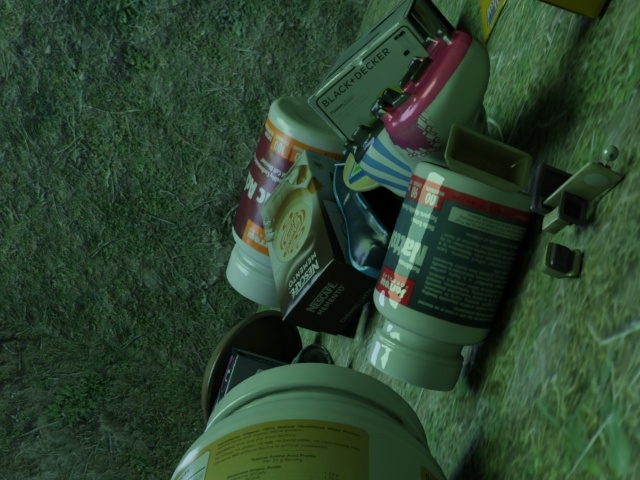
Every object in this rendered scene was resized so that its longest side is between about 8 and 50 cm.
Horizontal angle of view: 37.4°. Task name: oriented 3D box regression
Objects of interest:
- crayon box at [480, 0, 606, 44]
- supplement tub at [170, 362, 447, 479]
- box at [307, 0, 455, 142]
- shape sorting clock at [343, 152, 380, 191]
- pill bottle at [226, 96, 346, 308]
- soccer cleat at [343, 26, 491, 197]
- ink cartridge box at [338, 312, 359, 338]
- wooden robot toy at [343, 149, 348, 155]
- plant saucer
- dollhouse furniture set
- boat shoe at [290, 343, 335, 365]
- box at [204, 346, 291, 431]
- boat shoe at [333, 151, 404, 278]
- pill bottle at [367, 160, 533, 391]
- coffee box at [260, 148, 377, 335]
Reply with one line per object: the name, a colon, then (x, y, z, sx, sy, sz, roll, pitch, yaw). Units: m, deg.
crayon box: (0.234, -0.333, 0.790, 0.203, 0.083, 0.322, -81, 11, -52)
supplement tub: (-0.012, 0.256, 0.666, 0.316, 0.228, 0.228, -83, 12, -61)
box: (0.091, -0.245, 1.298, 0.169, 0.087, 0.290, -38, 11, 20)
shape sorting clock: (0.110, -0.145, 1.270, 0.206, 0.040, 0.206, -44, 21, 21)
pill bottle: (-0.050, -0.073, 1.922, 0.224, 0.224, 0.392, -86, 15, -65)
soccer cleat: (0.122, -0.104, 0.907, 0.116, 0.143, 0.331, -55, 4, -8)
ink cartridge box: (0.024, 0.074, 1.616, 0.333, 0.065, 0.165, 173, 113, -82)
wooden robot toy: (0.101, -0.162, 1.687, 0.173, 0.076, 0.079, 121, 130, -64)
plant saucer: (-0.132, 0.263, 1.795, 0.278, 0.041, 0.277, -25, -58, -49)
dollhouse furniture set: (0.144, -0.041, 0.651, 0.081, 0.114, 0.091, 128, 161, -62)
boat shoe: (-0.023, 0.257, 1.303, 0.306, 0.113, 0.104, -65, -17, -58)
box: (-0.111, 0.330, 1.631, 0.142, 0.164, 0.247, 178, 110, -81)
boat shoe: (0.087, -0.053, 1.347, 0.089, 0.109, 0.258, -56, 32, 33)
pill bottle: (0.105, 0.031, 0.811, 0.108, 0.108, 0.180, -113, 40, -80)
coffee box: (0.000, 0.000, 1.414, 0.141, 0.098, 0.246, -52, 34, 30)
